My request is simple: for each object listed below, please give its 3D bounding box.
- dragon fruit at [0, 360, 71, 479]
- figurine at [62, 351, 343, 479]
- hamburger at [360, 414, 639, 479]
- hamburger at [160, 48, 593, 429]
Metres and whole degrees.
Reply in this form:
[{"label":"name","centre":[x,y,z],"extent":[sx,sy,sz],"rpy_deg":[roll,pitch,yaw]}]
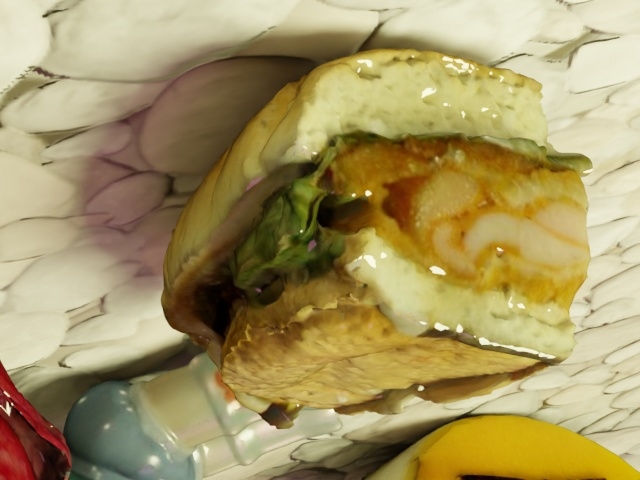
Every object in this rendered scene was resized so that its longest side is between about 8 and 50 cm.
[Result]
[{"label":"dragon fruit","centre":[-0.240,0.117,0.684],"extent":[0.329,0.329,0.329],"rpy_deg":[-14,157,-6]},{"label":"figurine","centre":[-0.169,0.170,1.038],"extent":[0.382,0.205,0.224],"rpy_deg":[-29,159,-23]},{"label":"hamburger","centre":[0.124,0.256,1.271],"extent":[0.294,0.276,0.179],"rpy_deg":[5,138,-31]},{"label":"hamburger","centre":[0.000,0.000,0.839],"extent":[0.155,0.135,0.208],"rpy_deg":[17,157,-27]}]
